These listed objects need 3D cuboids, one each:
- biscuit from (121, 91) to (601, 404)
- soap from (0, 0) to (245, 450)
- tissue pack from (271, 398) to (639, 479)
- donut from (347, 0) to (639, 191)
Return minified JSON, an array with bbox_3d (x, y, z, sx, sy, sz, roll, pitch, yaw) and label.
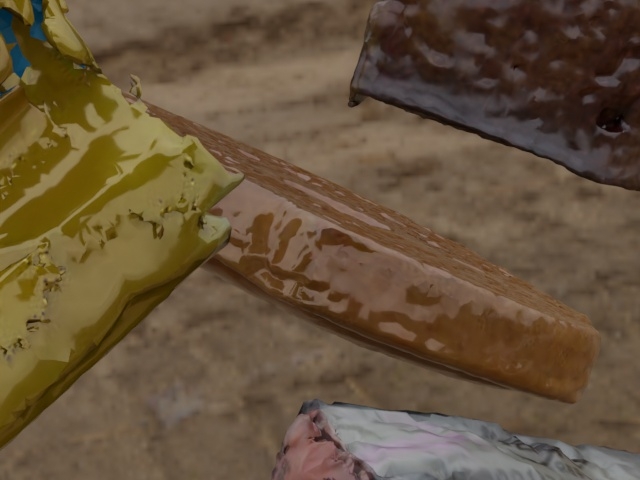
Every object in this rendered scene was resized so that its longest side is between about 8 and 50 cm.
[{"bbox_3d":[0.000,0.001,1.030,0.350,0.078,0.455,20,4,-4],"label":"biscuit"},{"bbox_3d":[-0.196,0.020,0.343,0.324,0.204,0.096,-42,19,-22],"label":"soap"},{"bbox_3d":[0.038,0.240,0.749,0.245,0.332,0.123,13,19,-35],"label":"tissue pack"},{"bbox_3d":[0.118,-0.087,0.648,0.187,0.126,0.144,17,24,2],"label":"donut"}]
